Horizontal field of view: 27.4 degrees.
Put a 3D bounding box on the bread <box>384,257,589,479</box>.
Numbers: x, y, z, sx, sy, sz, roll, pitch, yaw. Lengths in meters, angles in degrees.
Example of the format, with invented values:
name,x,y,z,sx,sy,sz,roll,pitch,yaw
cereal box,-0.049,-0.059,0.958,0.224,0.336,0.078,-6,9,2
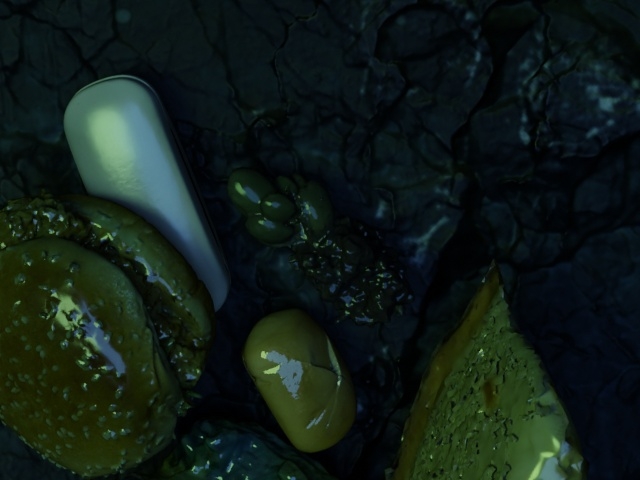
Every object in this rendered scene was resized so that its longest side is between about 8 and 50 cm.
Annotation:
name,x,y,z,sx,sy,sz,roll,pitch,yaw
bread,0.190,0.233,0.994,0.279,0.248,0.315,22,113,-11

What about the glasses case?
name,x,y,z,sx,sy,sz,roll,pitch,yaw
glasses case,-0.134,-0.030,1.026,0.081,0.051,0.204,-17,103,10

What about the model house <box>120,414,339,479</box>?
name,x,y,z,sx,sy,sz,roll,pitch,yaw
model house,-0.089,0.243,0.976,0.194,0.211,0.170,41,108,20

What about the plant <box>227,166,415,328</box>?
name,x,y,z,sx,sy,sz,roll,pitch,yaw
plant,0.000,0.000,1.029,0.174,0.085,0.087,39,74,-4

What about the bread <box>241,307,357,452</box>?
name,x,y,z,sx,sy,sz,roll,pitch,yaw
bread,-0.009,0.107,1.042,0.056,0.082,0.115,-23,99,38

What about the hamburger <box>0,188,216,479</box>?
name,x,y,z,sx,sy,sz,roll,pitch,yaw
hamburger,-0.190,0.070,0.990,0.189,0.122,0.215,-28,101,35
